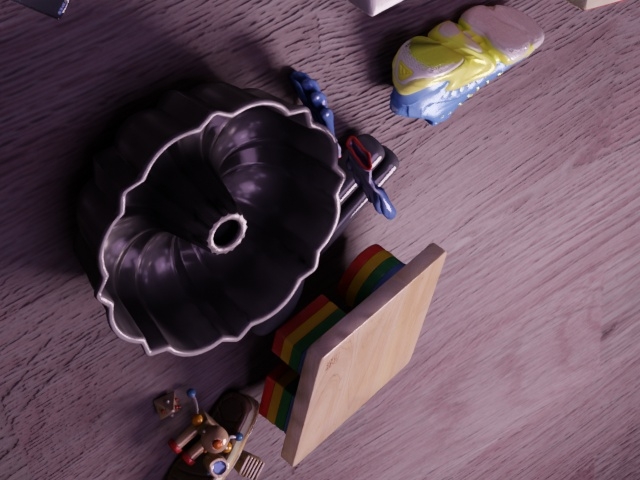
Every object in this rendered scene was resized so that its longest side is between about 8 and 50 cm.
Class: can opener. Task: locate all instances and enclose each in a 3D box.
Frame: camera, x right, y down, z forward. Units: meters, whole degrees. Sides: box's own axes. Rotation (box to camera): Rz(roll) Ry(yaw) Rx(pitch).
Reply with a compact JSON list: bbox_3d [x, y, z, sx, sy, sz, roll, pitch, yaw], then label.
[{"bbox_3d":[0.000,0.000,1.781,0.283,0.095,0.076,-48,142,8],"label":"can opener"}]

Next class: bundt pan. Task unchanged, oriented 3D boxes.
[{"bbox_3d":[-0.139,-0.036,1.601,0.331,0.124,0.330,-25,135,-28],"label":"bundt pan"}]

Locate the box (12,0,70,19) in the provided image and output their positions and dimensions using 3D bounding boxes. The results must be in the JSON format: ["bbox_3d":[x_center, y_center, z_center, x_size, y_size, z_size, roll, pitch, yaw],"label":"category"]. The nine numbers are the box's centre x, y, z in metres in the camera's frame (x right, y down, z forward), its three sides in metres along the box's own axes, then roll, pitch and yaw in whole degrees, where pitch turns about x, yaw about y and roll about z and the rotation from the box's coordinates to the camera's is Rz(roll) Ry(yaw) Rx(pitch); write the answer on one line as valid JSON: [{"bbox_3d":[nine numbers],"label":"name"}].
[{"bbox_3d":[-0.264,-0.264,1.381,0.067,0.018,0.083,18,107,-50],"label":"box"}]

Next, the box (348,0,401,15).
[{"bbox_3d":[0.065,-0.354,1.493,0.181,0.182,0.119,-30,139,-23],"label":"box"}]

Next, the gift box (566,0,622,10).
[{"bbox_3d":[0.347,-0.435,1.632,0.255,0.276,0.258,-24,133,-36],"label":"gift box"}]

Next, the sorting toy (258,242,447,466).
[{"bbox_3d":[0.032,0.133,1.879,0.255,0.089,0.257,-38,156,-34],"label":"sorting toy"}]

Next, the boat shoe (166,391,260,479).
[{"bbox_3d":[-0.138,0.294,1.917,0.190,0.068,0.072,-54,153,5],"label":"boat shoe"}]

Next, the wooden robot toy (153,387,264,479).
[{"bbox_3d":[-0.142,0.263,1.820,0.076,0.079,0.173,-47,111,-6],"label":"wooden robot toy"}]

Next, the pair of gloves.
[{"bbox_3d":[0.026,-0.114,1.653,0.023,0.198,0.159,-33,157,-4],"label":"pair of gloves"}]

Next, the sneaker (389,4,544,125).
[{"bbox_3d":[0.174,-0.220,1.800,0.240,0.091,0.126,-18,150,-34],"label":"sneaker"}]
